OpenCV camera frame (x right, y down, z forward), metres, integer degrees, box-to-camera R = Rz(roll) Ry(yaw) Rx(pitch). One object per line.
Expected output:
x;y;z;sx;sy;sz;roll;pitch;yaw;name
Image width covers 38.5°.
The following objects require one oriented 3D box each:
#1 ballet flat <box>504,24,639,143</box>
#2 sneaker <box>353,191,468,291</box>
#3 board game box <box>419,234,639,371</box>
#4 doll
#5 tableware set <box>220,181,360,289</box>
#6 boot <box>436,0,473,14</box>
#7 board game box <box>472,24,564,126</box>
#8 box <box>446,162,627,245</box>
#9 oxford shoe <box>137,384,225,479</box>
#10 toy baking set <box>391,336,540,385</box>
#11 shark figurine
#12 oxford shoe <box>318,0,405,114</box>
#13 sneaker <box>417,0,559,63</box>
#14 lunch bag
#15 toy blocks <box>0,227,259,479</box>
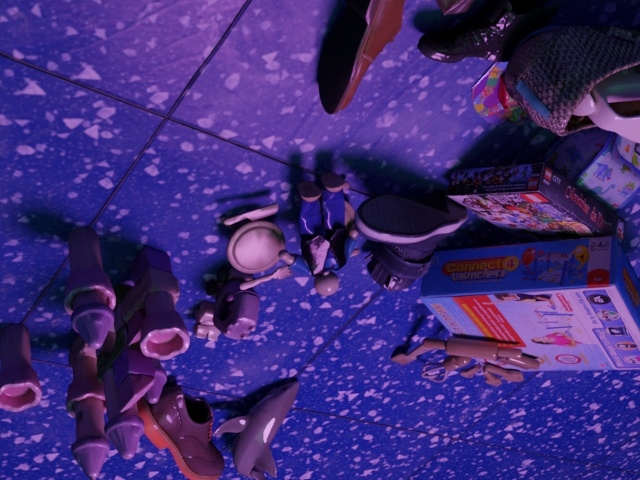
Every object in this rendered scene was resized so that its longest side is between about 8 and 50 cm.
0.470;-0.197;1.172;0.483;0.182;0.164;-10;143;-20;ballet flat
0.100;0.010;1.328;0.226;0.086;0.163;-4;143;-47;sneaker
0.360;0.114;1.475;0.302;0.086;0.308;-5;148;30;board game box
0.000;0.000;1.285;0.129;0.046;0.189;-22;131;-21;doll
-0.045;-0.014;1.314;0.194;0.039;0.128;-17;124;-11;tableware set
0.199;-0.305;1.088;0.106;0.037;0.114;28;119;-25;boot
0.288;-0.210;1.231;0.133;0.033;0.168;18;127;-36;board game box
0.320;-0.046;1.348;0.233;0.044;0.159;25;163;-39;box
-0.219;0.341;1.601;0.098;0.097;0.271;-30;139;2;oxford shoe
0.245;0.215;1.584;0.256;0.030;0.197;7;153;11;toy baking set
-0.107;0.394;1.654;0.166;0.116;0.278;-22;140;-35;shark figurine
0.056;-0.236;1.086;0.076;0.076;0.212;-6;139;-32;oxford shoe
0.206;-0.267;1.126;0.170;0.051;0.089;-4;138;-25;sneaker
0.427;-0.126;1.338;0.129;0.096;0.151;26;112;-40;lunch bag
-0.260;0.187;1.284;0.309;0.260;0.288;19;126;-36;toy blocks
